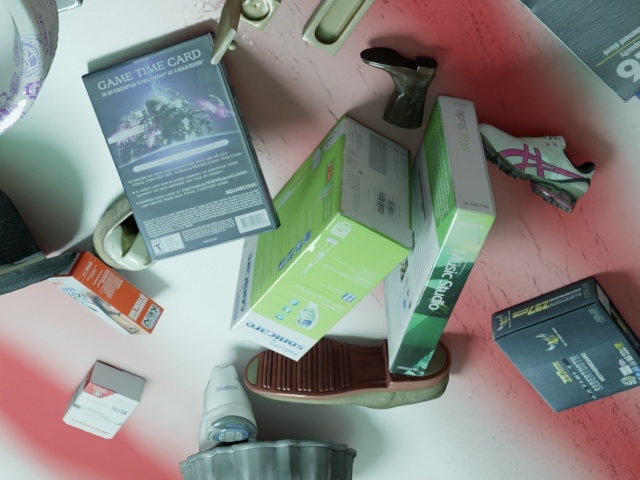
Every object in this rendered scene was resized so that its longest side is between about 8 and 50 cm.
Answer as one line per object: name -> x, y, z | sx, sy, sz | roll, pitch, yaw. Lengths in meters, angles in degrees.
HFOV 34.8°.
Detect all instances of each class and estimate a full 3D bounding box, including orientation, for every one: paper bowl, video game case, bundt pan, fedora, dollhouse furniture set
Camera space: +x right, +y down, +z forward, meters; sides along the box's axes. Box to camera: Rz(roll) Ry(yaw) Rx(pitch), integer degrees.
paper bowl -> -0.443, -0.260, 1.174 | 0.284, 0.148, 0.284 | 2, 128, 2
video game case -> -0.187, -0.120, 1.377 | 0.196, 0.026, 0.274 | -15, 102, 18
bundt pan -> -0.091, 0.459, 1.859 | 0.331, 0.124, 0.331 | -5, 156, -2
fedora -> -0.531, 0.012, 1.505 | 0.334, 0.334, 0.152 | -13, 96, 17
dollhouse furniture set -> -0.028, -0.267, 1.237 | 0.151, 0.123, 0.144 | 25, 131, -18

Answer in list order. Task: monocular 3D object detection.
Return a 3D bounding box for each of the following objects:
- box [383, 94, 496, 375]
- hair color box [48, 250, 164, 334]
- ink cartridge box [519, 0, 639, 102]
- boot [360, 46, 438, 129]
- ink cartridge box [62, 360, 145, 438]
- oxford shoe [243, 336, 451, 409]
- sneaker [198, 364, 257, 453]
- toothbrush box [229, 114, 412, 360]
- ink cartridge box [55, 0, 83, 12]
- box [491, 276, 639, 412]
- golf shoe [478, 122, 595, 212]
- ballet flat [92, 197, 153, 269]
box -> 0.152, -0.002, 1.401 | 0.059, 0.232, 0.322 | 7, 135, -8
hair color box -> -0.342, 0.086, 1.630 | 0.167, 0.053, 0.093 | 41, 152, -30
ink cartridge box -> 0.436, -0.302, 1.205 | 0.307, 0.072, 0.304 | 36, 126, -24
boot -> 0.094, -0.197, 1.358 | 0.106, 0.037, 0.114 | 12, 138, -3
ink cartridge box -> -0.392, 0.289, 1.850 | 0.099, 0.056, 0.135 | 26, 130, -18
oxford shoe -> 0.047, 0.244, 1.728 | 0.348, 0.123, 0.130 | -1, 139, 7
sneaker -> -0.163, 0.312, 1.820 | 0.111, 0.129, 0.297 | -2, 155, -13
toothbrush box -> 0.000, 0.000, 1.435 | 0.122, 0.206, 0.283 | 28, 129, -21
ink cartridge box -> -0.448, -0.373, 1.218 | 0.239, 0.060, 0.275 | -14, 131, 16
box -> 0.413, 0.176, 1.669 | 0.183, 0.059, 0.232 | -23, 127, 26
golf shoe -> 0.291, -0.117, 1.406 | 0.186, 0.067, 0.086 | 30, 98, -17
ballet flat -> -0.248, -0.023, 1.503 | 0.108, 0.106, 0.316 | 32, 129, -24
